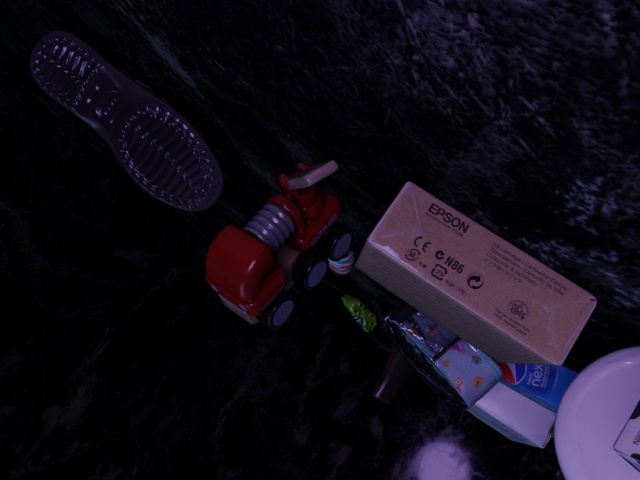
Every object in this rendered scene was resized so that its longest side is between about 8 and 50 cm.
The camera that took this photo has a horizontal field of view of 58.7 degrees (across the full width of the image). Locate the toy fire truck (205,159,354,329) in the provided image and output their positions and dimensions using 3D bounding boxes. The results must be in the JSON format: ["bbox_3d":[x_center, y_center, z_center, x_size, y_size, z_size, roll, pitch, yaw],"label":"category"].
[{"bbox_3d":[-0.053,-0.016,0.776,0.159,0.217,0.246,30,154,29],"label":"toy fire truck"}]

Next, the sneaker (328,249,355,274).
[{"bbox_3d":[0.000,0.000,1.109,0.161,0.057,0.075,34,153,9],"label":"sneaker"}]

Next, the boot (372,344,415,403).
[{"bbox_3d":[0.204,0.319,1.462,0.090,0.206,0.248,30,169,26],"label":"boot"}]

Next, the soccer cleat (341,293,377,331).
[{"bbox_3d":[0.119,0.217,1.713,0.072,0.060,0.179,38,169,42],"label":"soccer cleat"}]

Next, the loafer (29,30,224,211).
[{"bbox_3d":[-0.300,-0.204,0.960,0.366,0.134,0.130,46,-169,-10],"label":"loafer"}]

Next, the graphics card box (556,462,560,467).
[{"bbox_3d":[0.720,0.571,1.316,0.233,0.094,0.371,31,168,15],"label":"graphics card box"}]

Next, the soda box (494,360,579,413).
[{"bbox_3d":[0.330,0.214,0.974,0.210,0.067,0.071,26,167,38],"label":"soda box"}]

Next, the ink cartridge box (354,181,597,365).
[{"bbox_3d":[0.164,0.048,0.673,0.235,0.088,0.193,33,171,5],"label":"ink cartridge box"}]

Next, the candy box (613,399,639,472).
[{"bbox_3d":[0.321,0.138,0.387,0.233,0.159,0.071,40,170,-24],"label":"candy box"}]

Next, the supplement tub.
[{"bbox_3d":[0.381,0.246,0.607,0.191,0.191,0.272,23,165,48],"label":"supplement tub"}]

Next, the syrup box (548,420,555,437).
[{"bbox_3d":[0.446,0.292,0.887,0.096,0.093,0.237,32,170,17],"label":"syrup box"}]

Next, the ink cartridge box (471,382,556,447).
[{"bbox_3d":[0.372,0.323,1.201,0.207,0.117,0.283,32,170,15],"label":"ink cartridge box"}]

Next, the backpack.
[{"bbox_3d":[0.205,0.169,0.912,0.188,0.144,0.166,56,172,13],"label":"backpack"}]

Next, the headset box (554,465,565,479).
[{"bbox_3d":[0.401,0.347,0.838,0.083,0.062,0.032,24,166,44],"label":"headset box"}]
